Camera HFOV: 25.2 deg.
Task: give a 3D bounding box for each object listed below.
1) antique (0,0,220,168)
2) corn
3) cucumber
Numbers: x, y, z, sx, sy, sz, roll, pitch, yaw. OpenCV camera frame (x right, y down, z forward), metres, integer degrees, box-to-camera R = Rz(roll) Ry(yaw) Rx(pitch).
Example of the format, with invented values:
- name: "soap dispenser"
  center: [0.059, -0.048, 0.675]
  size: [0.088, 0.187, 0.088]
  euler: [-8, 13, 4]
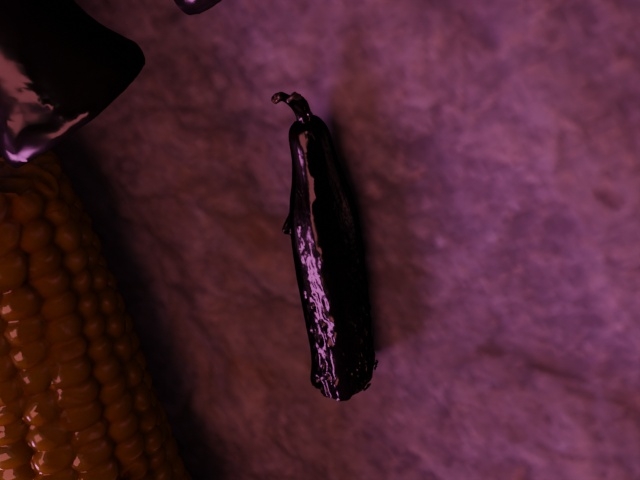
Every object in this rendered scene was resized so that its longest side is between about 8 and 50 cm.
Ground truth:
- name: "antique"
  center: [-0.120, -0.184, 0.552]
  size: [0.322, 0.185, 0.255]
  euler: [-30, 104, 19]
- name: "corn"
  center: [-0.141, 0.120, 0.757]
  size: [0.144, 0.144, 0.387]
  euler: [-3, 117, 24]
- name: "cucumber"
  center: [0.000, 0.000, 0.695]
  size: [0.039, 0.043, 0.163]
  euler: [4, 115, 29]
